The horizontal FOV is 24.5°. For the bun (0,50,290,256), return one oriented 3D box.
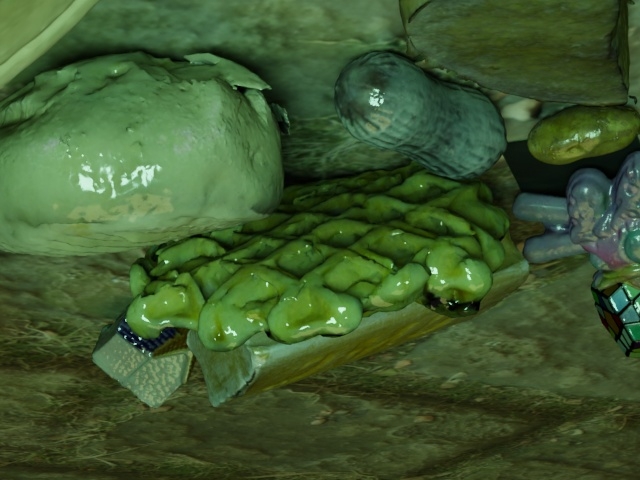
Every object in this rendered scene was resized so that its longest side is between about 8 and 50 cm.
[{"bbox_3d":[-0.138,-0.064,1.043,0.239,0.141,0.239,-9,-177,0],"label":"bun"}]

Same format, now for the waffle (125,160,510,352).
[{"bbox_3d":[0.000,0.000,1.155,0.297,0.073,0.317,-7,-160,7],"label":"waffle"}]

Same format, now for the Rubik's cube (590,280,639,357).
[{"bbox_3d":[0.332,0.054,1.442,0.112,0.133,0.133,17,178,45],"label":"Rubik's cube"}]

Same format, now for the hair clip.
[{"bbox_3d":[0.305,-0.025,1.260,0.279,0.090,0.137,-11,124,12],"label":"hair clip"}]

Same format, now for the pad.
[{"bbox_3d":[0.231,-0.056,1.296,0.116,0.004,0.193,-7,159,16],"label":"pad"}]

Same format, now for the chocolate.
[{"bbox_3d":[0.078,-0.091,1.097,0.072,0.072,0.167,-21,150,41],"label":"chocolate"}]

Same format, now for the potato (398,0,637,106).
[{"bbox_3d":[0.120,-0.156,0.893,0.138,0.098,0.243,-2,166,12],"label":"potato"}]

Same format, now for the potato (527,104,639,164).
[{"bbox_3d":[0.208,-0.085,1.157,0.092,0.045,0.046,-10,160,12],"label":"potato"}]

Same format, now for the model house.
[{"bbox_3d":[-0.179,0.107,1.606,0.101,0.087,0.100,38,121,-11],"label":"model house"}]

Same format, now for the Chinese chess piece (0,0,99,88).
[{"bbox_3d":[-0.181,-0.163,0.575,0.338,0.140,0.338,-40,171,-8],"label":"Chinese chess piece"}]

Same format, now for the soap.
[{"bbox_3d":[0.031,0.057,1.317,0.274,0.089,0.173,-18,167,-22],"label":"soap"}]
